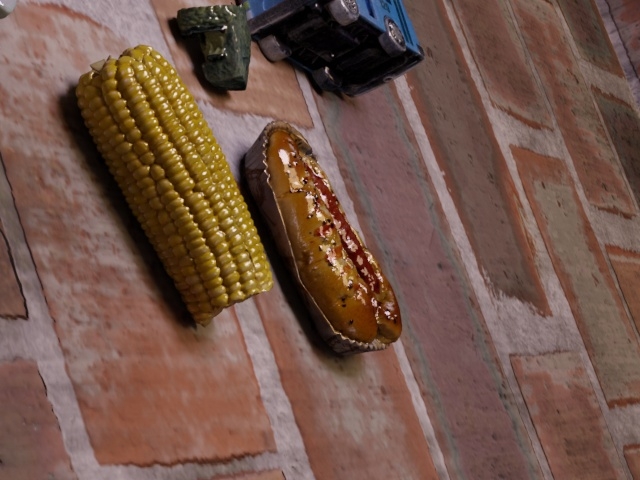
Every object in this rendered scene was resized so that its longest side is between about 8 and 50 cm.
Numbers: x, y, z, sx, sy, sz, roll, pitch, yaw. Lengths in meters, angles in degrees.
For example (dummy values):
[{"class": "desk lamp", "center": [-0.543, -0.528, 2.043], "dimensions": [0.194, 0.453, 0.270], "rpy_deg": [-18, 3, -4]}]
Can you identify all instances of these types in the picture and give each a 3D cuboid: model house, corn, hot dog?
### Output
[{"class": "model house", "center": [-0.101, -0.188, 1.800], "dimensions": [0.079, 0.066, 0.083], "rpy_deg": [-11, 95, -79]}, {"class": "corn", "center": [-0.121, -0.048, 1.549], "dimensions": [0.244, 0.093, 0.093], "rpy_deg": [62, 22, -10]}, {"class": "hot dog", "center": [0.000, 0.000, 1.802], "dimensions": [0.252, 0.069, 0.131], "rpy_deg": [63, 23, -4]}]

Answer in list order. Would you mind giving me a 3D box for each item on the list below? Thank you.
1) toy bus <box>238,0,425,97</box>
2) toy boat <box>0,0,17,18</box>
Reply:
[{"class": "toy bus", "center": [0.010, -0.256, 2.029], "dimensions": [0.234, 0.116, 0.133], "rpy_deg": [24, 43, -57]}, {"class": "toy boat", "center": [-0.265, -0.277, 1.431], "dimensions": [0.199, 0.100, 0.290], "rpy_deg": [44, 30, -26]}]
